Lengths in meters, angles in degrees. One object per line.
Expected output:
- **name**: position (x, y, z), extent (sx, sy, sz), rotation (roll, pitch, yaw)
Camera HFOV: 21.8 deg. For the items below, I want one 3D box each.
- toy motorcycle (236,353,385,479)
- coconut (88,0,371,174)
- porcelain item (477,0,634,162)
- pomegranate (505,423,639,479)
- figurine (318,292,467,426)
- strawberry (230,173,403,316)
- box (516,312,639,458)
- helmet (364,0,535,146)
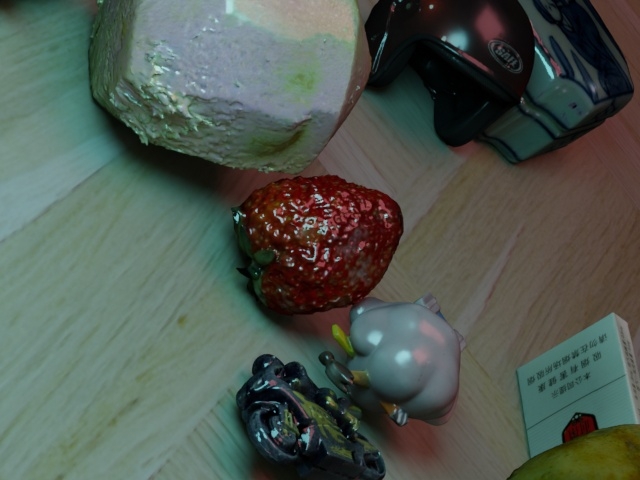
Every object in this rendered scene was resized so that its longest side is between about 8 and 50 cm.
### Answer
- **toy motorcycle**: position (-0.015, 0.152, 1.427), extent (0.193, 0.061, 0.124), rotation (21, 33, -54)
- **coconut**: position (-0.071, -0.171, 1.500), extent (0.245, 0.233, 0.233), rotation (13, 46, -23)
- **porcelain item**: position (0.264, -0.257, 2.153), extent (0.281, 0.157, 0.286), rotation (58, 29, 9)
- **pomegranate**: position (0.259, 0.296, 1.493), extent (0.260, 0.260, 0.260), rotation (36, 35, -30)
- **figurine**: position (0.083, 0.108, 1.550), extent (0.137, 0.112, 0.229), rotation (63, 17, 0)
- **strawberry**: position (-0.002, 0.002, 1.509), extent (0.131, 0.148, 0.131), rotation (-9, 90, -78)
- **box**: position (0.278, 0.202, 1.718), extent (0.035, 0.139, 0.245), rotation (36, 36, -33)
- **helmet**: position (0.150, -0.224, 1.942), extent (0.189, 0.193, 0.216), rotation (33, -6, -35)
